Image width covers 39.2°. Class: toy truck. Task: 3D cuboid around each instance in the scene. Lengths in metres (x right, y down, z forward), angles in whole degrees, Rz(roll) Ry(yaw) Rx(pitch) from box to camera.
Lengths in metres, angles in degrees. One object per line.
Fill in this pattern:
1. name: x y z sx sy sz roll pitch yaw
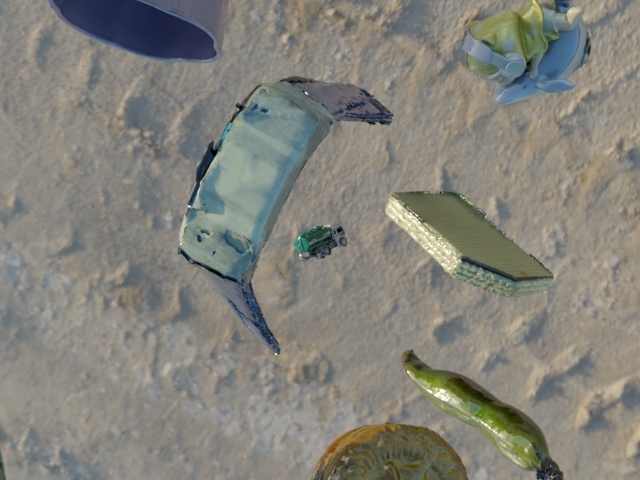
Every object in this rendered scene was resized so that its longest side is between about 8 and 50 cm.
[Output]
1. toy truck: 0.000 0.000 1.266 0.039 0.083 0.044 -6 105 42

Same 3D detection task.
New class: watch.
1. watch: -0.043 -0.006 0.756 0.068 0.274 0.276 27 103 10

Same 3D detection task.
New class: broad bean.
1. broad bean: 0.237 0.250 1.307 0.339 0.077 0.061 32 123 47

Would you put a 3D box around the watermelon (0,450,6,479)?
1. watermelon: -0.495 0.198 0.958 0.292 0.222 0.319 55 143 21

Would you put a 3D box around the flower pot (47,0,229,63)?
1. flower pot: -0.247 -0.420 1.342 0.265 0.243 0.265 12 170 2

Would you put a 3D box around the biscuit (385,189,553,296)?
1. biscuit: 0.226 0.005 1.391 0.252 0.150 0.052 46 129 41

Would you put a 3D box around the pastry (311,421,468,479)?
1. pastry: 0.082 0.312 1.094 0.189 0.188 0.103 35 161 -4

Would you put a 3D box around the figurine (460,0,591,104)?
1. figurine: 0.297 -0.286 1.272 0.184 0.128 0.208 12 117 -15
